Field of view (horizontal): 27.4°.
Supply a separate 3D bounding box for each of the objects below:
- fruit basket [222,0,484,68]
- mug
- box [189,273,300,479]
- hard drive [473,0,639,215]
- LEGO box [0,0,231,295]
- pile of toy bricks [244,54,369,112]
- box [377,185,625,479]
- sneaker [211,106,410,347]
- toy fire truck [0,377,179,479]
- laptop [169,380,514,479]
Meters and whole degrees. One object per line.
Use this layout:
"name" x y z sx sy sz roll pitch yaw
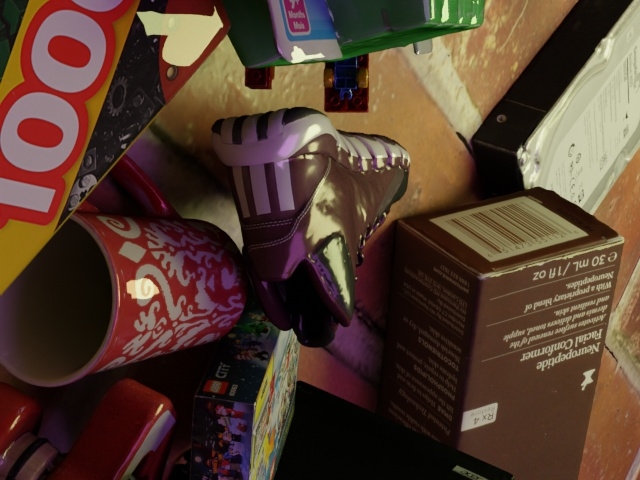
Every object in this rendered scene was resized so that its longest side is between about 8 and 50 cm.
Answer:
"fruit basket" 0.006 -0.278 0.744 0.327 0.166 0.352 -26 111 -72
"mug" -0.124 0.015 0.876 0.169 0.113 0.150 -2 111 -61
"box" -0.054 0.127 1.015 0.233 0.044 0.159 -71 168 -63
"hard drive" 0.295 -0.134 1.496 0.339 0.064 0.237 -51 146 -29
"LEGO box" -0.293 -0.067 0.470 0.500 0.193 0.372 -54 147 -24
"pile of toy bricks" -0.004 -0.198 0.963 0.105 0.118 0.212 -24 115 -85
"box" 0.171 0.154 1.354 0.191 0.143 0.381 -14 124 -30
"sneaker" 0.000 0.000 0.995 0.281 0.107 0.162 8 74 -67
"toy fire truck" -0.191 0.240 0.889 0.302 0.169 0.254 -60 174 -15
"laptop" -0.011 0.266 1.084 0.136 0.234 0.264 28 83 -59
